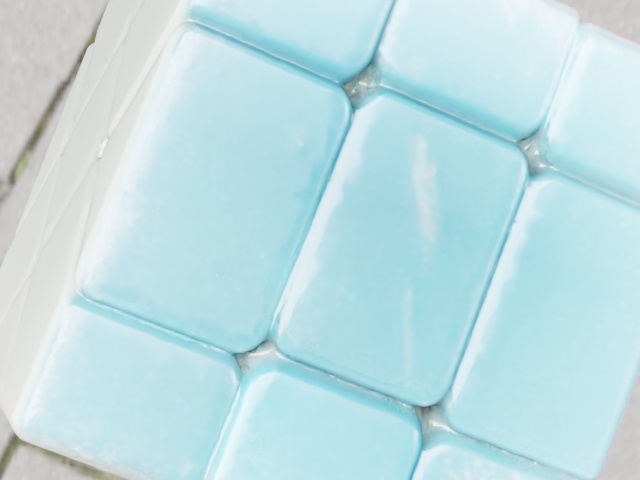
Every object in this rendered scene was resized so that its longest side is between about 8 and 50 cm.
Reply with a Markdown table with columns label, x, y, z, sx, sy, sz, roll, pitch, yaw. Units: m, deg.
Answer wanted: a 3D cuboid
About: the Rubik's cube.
| label | x | y | z | sx | sy | sz | roll | pitch | yaw |
| --- | --- | --- | --- | --- | --- | --- | --- | --- | --- |
| Rubik's cube | 0.000 | 0.000 | 1.119 | 0.316 | 0.319 | 0.322 | 23 | 87 | -16 |
